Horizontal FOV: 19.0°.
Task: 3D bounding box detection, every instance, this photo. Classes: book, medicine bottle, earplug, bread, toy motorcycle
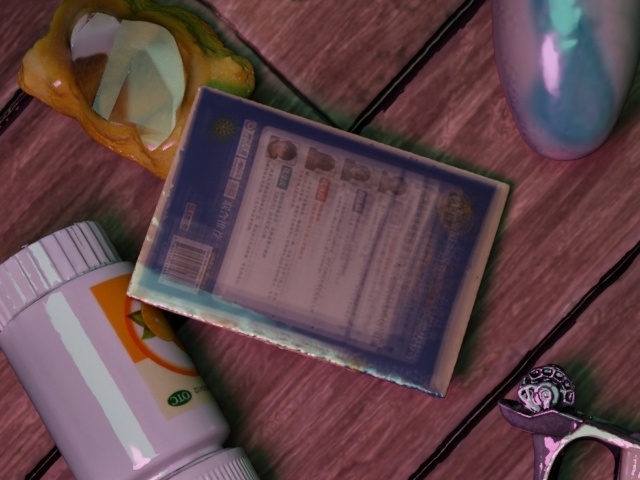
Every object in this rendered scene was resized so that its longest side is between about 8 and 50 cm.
[{"bbox_3d":[0.000,0.000,1.848,0.322,0.018,0.228,19,77,0],"label":"book"},{"bbox_3d":[-0.198,0.146,1.866,0.158,0.158,0.318,-33,80,8],"label":"medicine bottle"},{"bbox_3d":[0.231,-0.237,1.809,0.185,0.185,0.324,2,93,13],"label":"earplug"},{"bbox_3d":[-0.189,-0.171,1.928,0.233,0.088,0.160,32,95,14],"label":"bread"},{"bbox_3d":[0.280,0.221,1.790,0.263,0.091,0.157,20,95,11],"label":"toy motorcycle"}]
